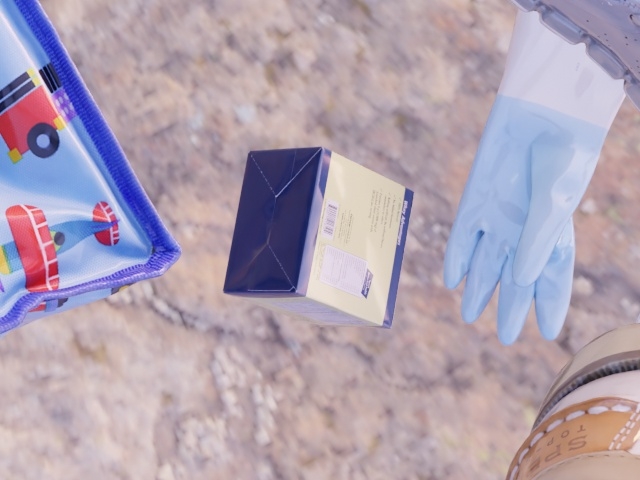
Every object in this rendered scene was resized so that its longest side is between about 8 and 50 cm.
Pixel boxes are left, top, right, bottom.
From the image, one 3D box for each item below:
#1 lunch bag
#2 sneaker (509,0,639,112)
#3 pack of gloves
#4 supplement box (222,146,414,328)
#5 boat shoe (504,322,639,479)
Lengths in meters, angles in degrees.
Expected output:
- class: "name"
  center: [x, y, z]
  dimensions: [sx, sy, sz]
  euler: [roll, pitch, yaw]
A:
- class: "lunch bag"
  center: [-0.213, -0.088, 0.777]
  dimensions: [0.138, 0.221, 0.293]
  euler: [-26, 96, -28]
- class: "sneaker"
  center: [0.136, -0.077, 0.570]
  dimensions: [0.086, 0.132, 0.229]
  euler: [-47, 110, -11]
- class: "pack of gloves"
  center: [0.177, -0.029, 0.984]
  dimensions: [0.195, 0.046, 0.232]
  euler: [18, 104, 11]
- class: "supplement box"
  center: [0.000, 0.000, 0.998]
  dimensions: [0.083, 0.056, 0.083]
  euler: [23, 72, -47]
- class: "boat shoe"
  center: [0.180, 0.143, 0.496]
  dimensions: [0.302, 0.103, 0.113]
  euler: [30, 120, 6]
